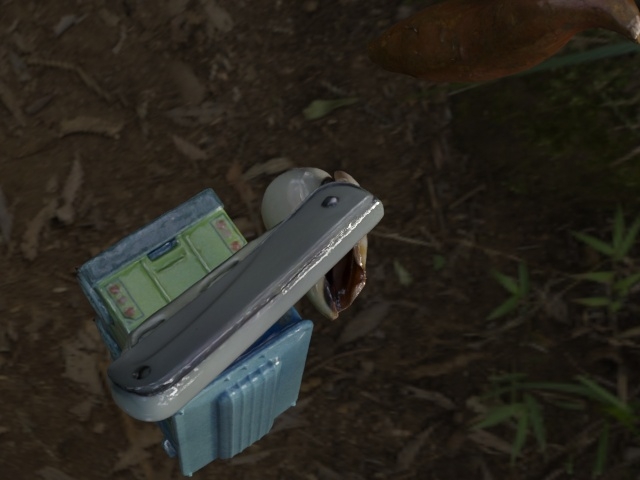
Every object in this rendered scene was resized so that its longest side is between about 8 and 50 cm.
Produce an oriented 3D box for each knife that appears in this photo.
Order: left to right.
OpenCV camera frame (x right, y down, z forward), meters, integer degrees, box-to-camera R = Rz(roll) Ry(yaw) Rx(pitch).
[{"bbox_3d":[-0.057,0.037,0.970,0.265,0.073,0.040,-40,140,-28],"label":"knife"}]

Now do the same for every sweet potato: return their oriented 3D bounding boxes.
[{"bbox_3d":[0.104,-0.124,0.762,0.058,0.202,0.055,-22,100,-39],"label":"sweet potato"}]

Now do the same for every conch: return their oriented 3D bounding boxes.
[{"bbox_3d":[-0.002,-0.008,1.280,0.104,0.176,0.094,-15,131,1],"label":"conch"}]

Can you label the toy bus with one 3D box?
[{"bbox_3d":[-0.120,0.100,1.250,0.152,0.312,0.190,-33,75,-15],"label":"toy bus"}]
